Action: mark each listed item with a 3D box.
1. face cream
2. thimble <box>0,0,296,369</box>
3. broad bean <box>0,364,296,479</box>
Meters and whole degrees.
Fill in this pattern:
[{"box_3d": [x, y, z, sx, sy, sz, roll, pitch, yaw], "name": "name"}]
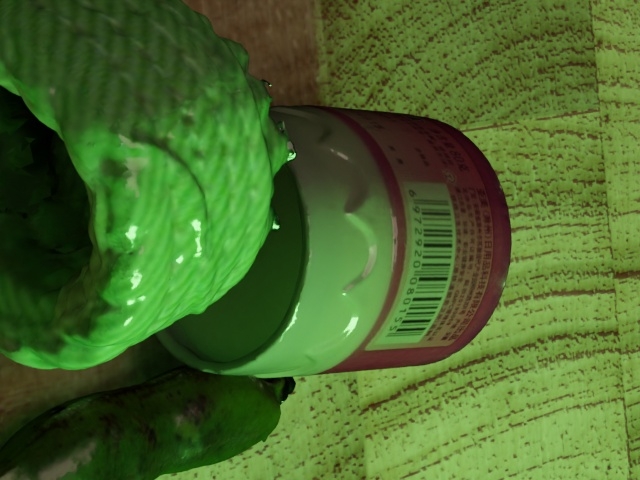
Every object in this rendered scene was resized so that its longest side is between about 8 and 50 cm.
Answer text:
[{"box_3d": [0.000, 0.000, 1.182, 0.195, 0.175, 0.175, 2, 88, -47], "name": "face cream"}, {"box_3d": [-0.134, -0.046, 1.024, 0.150, 0.219, 0.219, -30, 111, -45], "name": "thimble"}, {"box_3d": [-0.118, 0.123, 1.135, 0.339, 0.061, 0.077, -16, 137, -45], "name": "broad bean"}]
